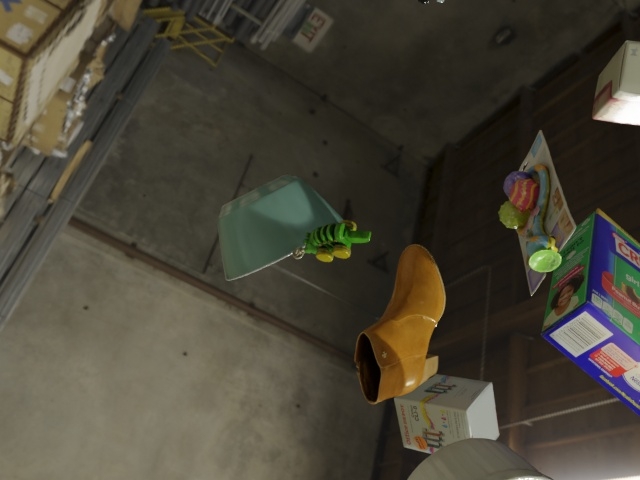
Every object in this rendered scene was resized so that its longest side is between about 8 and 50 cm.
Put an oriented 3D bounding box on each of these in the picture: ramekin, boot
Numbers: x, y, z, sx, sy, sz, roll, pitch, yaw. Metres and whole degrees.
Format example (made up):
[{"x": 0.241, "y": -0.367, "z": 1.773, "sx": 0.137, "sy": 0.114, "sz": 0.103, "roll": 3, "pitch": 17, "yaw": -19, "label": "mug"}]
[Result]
[{"x": 0.252, "y": 0.454, "z": 0.944, "sx": 0.277, "sy": 0.277, "sz": 0.135, "roll": -60, "pitch": -157, "yaw": 5, "label": "ramekin"}, {"x": 0.150, "y": 0.157, "z": 1.161, "sx": 0.104, "sy": 0.211, "sz": 0.295, "roll": -5, "pitch": -92, "yaw": 42, "label": "boot"}]

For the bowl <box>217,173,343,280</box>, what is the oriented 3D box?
[{"x": -0.120, "y": -0.047, "z": 1.402, "sx": 0.311, "sy": 0.163, "sz": 0.311, "roll": -27, "pitch": -173, "yaw": 3, "label": "bowl"}]

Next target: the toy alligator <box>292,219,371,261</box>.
[{"x": 0.000, "y": 0.000, "z": 0.960, "sx": 0.189, "sy": 0.051, "sz": 0.056, "roll": -13, "pitch": -127, "yaw": 47, "label": "toy alligator"}]

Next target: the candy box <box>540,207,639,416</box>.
[{"x": 0.560, "y": 0.130, "z": 1.094, "sx": 0.122, "sy": 0.268, "sz": 0.317, "roll": -50, "pitch": -178, "yaw": 39, "label": "candy box"}]

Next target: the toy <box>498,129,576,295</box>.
[{"x": 0.305, "y": -0.050, "z": 0.891, "sx": 0.237, "sy": 0.056, "sz": 0.137, "roll": -87, "pitch": -172, "yaw": -48, "label": "toy"}]

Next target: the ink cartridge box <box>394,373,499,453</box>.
[{"x": 0.270, "y": 0.375, "z": 1.277, "sx": 0.176, "sy": 0.128, "sz": 0.127, "roll": -2, "pitch": -164, "yaw": 41, "label": "ink cartridge box"}]

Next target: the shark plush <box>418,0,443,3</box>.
[{"x": 0.105, "y": -0.291, "z": 0.648, "sx": 0.073, "sy": 0.067, "sz": 0.161, "roll": -40, "pitch": -143, "yaw": -5, "label": "shark plush"}]

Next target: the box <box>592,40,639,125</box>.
[{"x": 0.787, "y": -0.382, "z": 1.474, "sx": 0.232, "sy": 0.148, "sz": 0.127, "roll": 23, "pitch": 78, "yaw": -78, "label": "box"}]
